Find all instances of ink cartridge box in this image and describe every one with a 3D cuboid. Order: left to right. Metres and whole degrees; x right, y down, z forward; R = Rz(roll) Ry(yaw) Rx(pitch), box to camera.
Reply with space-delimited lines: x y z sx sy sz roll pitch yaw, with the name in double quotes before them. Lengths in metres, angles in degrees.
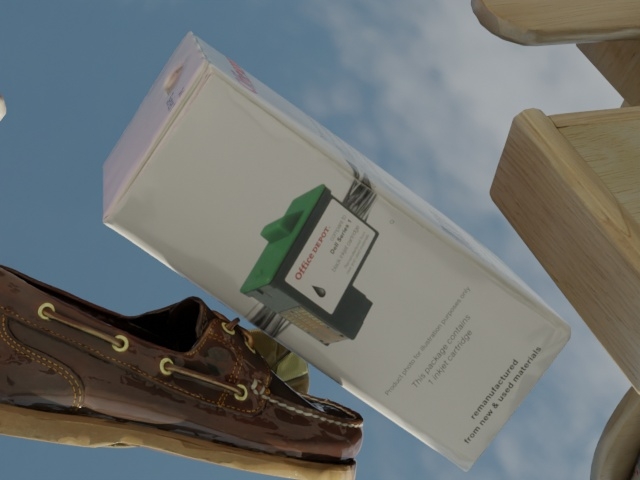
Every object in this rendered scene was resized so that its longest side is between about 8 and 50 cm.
"ink cartridge box" 0.000 0.000 0.865 0.219 0.092 0.160 35 -174 -12

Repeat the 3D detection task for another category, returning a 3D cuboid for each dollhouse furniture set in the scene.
"dollhouse furniture set" 0.131 0.099 0.763 0.173 0.355 0.303 -7 -137 -25

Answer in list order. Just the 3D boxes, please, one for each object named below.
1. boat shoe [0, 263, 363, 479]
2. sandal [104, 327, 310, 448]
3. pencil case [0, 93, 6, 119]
"boat shoe" -0.063 0.060 0.751 0.207 0.073 0.073 15 -93 -35
"sandal" -0.090 0.080 0.974 0.180 0.049 0.072 1 -94 -34
"pencil case" -0.218 -0.180 0.732 0.167 0.386 0.160 3 -142 -6
